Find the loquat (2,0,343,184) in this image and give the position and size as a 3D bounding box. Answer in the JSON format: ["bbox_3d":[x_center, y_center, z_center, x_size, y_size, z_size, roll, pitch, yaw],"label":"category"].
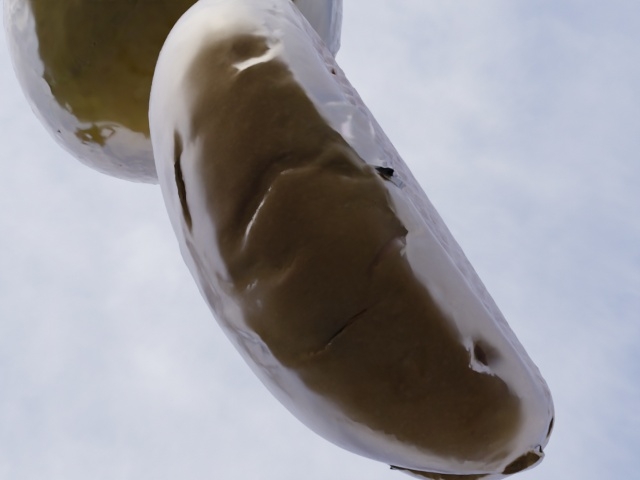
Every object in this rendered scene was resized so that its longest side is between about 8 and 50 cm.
[{"bbox_3d":[-0.113,-0.171,0.933,0.263,0.263,0.263,0,-88,3],"label":"loquat"}]

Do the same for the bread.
[{"bbox_3d":[0.000,0.000,0.377,0.077,0.114,0.189,-30,-119,4],"label":"bread"}]
